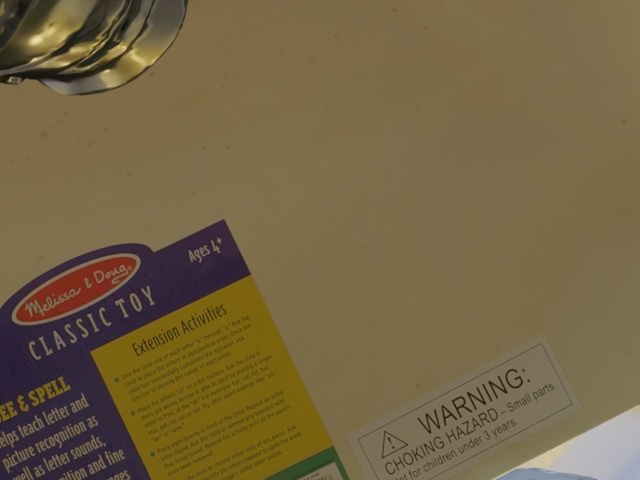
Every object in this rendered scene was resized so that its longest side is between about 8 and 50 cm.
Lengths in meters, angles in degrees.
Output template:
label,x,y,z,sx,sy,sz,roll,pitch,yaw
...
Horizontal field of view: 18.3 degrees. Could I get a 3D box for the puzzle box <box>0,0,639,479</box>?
label,x,y,z,sx,sy,sz,roll,pitch,yaw
puzzle box,0.000,0.000,0.942,0.409,0.272,0.052,-26,-179,-3

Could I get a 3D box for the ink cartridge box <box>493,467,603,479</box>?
label,x,y,z,sx,sy,sz,roll,pitch,yaw
ink cartridge box,0.060,0.125,0.590,0.109,0.150,0.063,7,-73,41

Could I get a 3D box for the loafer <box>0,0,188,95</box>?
label,x,y,z,sx,sy,sz,roll,pitch,yaw
loafer,-0.068,-0.075,0.506,0.076,0.078,0.223,-51,-168,8
